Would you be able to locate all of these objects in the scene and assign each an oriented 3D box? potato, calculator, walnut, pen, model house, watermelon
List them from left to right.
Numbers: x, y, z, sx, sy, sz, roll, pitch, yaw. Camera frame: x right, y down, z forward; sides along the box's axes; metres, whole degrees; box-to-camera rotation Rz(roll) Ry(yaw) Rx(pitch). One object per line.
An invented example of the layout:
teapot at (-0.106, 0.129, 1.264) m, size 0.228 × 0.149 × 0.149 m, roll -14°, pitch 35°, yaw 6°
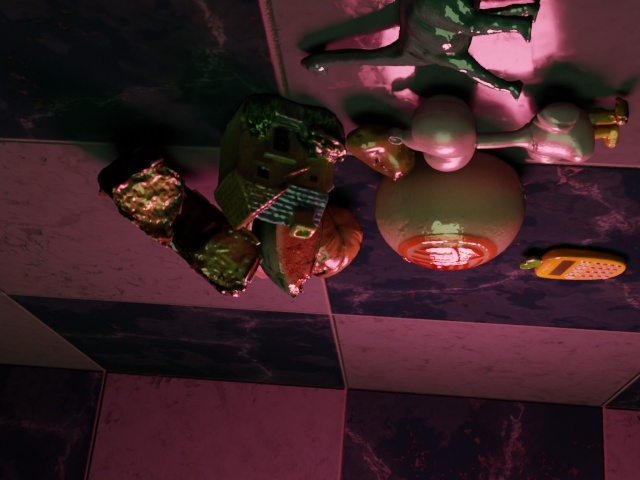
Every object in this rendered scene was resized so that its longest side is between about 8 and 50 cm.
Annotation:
pen at (-0.177, 0.053, 2.083) m, size 0.053 × 0.032 × 0.197 m, roll -4°, pitch 159°, yaw 24°
watermelon at (-0.093, -0.018, 1.647) m, size 0.146 × 0.231 × 0.128 m, roll 6°, pitch 167°, yaw 43°
model house at (-0.062, -0.109, 1.444) m, size 0.214 × 0.189 × 0.195 m, roll 16°, pitch 158°, yaw -22°
walnut at (0.000, 0.000, 1.760) m, size 0.155 × 0.155 × 0.184 m, roll 14°, pitch 152°, yaw -21°
potato at (0.105, -0.157, 1.436) m, size 0.091 × 0.070 × 0.138 m, roll -8°, pitch 147°, yaw 43°
calculator at (0.568, 0.054, 1.908) m, size 0.234 × 0.032 × 0.146 m, roll 5°, pitch 158°, yaw -4°

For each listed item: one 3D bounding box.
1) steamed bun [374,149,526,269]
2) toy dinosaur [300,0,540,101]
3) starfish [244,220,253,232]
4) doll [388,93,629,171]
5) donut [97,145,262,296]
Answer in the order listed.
steamed bun at (0.236, -0.038, 1.558) m, size 0.283 × 0.177 × 0.283 m, roll 4°, pitch 159°, yaw 2°
toy dinosaur at (0.107, -0.298, 1.074) m, size 0.330 × 0.129 × 0.383 m, roll 10°, pitch 158°, yaw 13°
starfish at (-0.162, -0.023, 1.864) m, size 0.223 × 0.050 × 0.217 m, roll 2°, pitch 155°, yaw -23°
doll at (0.289, -0.167, 1.339) m, size 0.365 × 0.094 × 0.160 m, roll 2°, pitch 161°, yaw 9°
donut at (-0.267, -0.044, 1.610) m, size 0.345 × 0.136 × 0.259 m, roll 43°, pitch 176°, yaw -23°
